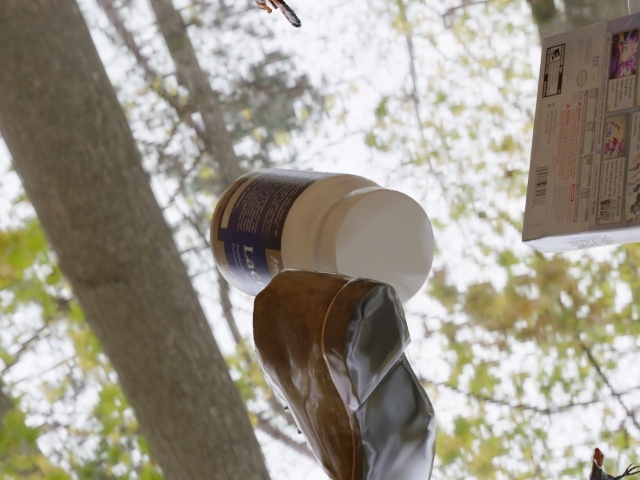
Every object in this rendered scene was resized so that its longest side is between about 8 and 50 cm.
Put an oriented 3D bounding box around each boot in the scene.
[{"bbox_3d":[0.021,0.147,1.211,0.115,0.305,0.112,15,-138,34],"label":"boot"}]

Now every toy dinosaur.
[{"bbox_3d":[0.263,0.240,1.353,0.090,0.082,0.047,-18,-174,30],"label":"toy dinosaur"}]

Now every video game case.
[{"bbox_3d":[0.357,-0.129,1.629,0.244,0.061,0.269,-9,-113,48],"label":"video game case"}]

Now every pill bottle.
[{"bbox_3d":[0.000,0.000,1.526,0.153,0.153,0.264,-39,-159,-22],"label":"pill bottle"}]

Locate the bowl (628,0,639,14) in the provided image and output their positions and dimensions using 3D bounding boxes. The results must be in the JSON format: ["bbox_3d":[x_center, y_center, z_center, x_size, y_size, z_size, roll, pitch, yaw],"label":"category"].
[{"bbox_3d":[0.540,-0.316,1.887,0.134,0.298,0.298,-7,-141,40],"label":"bowl"}]

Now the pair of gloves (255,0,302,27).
[{"bbox_3d":[-0.053,-0.231,1.320,0.010,0.074,0.083,-49,-134,-5],"label":"pair of gloves"}]
